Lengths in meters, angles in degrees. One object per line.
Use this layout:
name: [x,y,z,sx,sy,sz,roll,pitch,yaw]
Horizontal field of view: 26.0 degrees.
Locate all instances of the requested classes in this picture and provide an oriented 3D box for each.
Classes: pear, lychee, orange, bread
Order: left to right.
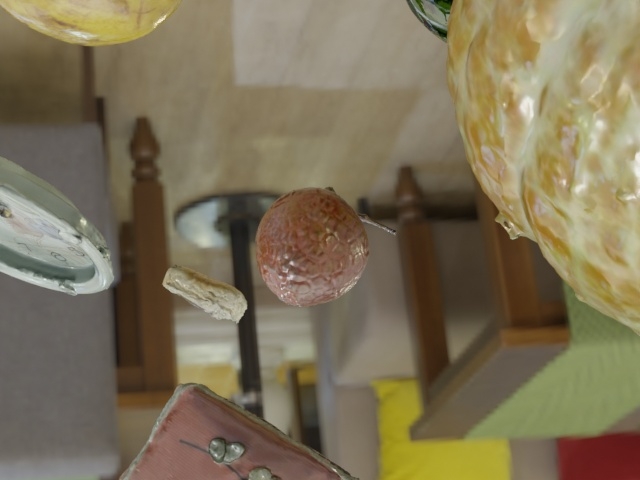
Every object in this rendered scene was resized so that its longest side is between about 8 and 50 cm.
pear: [-0.284,-0.370,1.693,0.281,0.280,0.281,-5,158,-2]
bread: [-0.114,0.052,1.369,0.083,0.035,0.070,25,172,3]
lychee: [-0.004,0.004,1.232,0.101,0.140,0.114,-28,112,17]
orange: [0.220,-0.096,0.604,0.329,0.329,0.249,-5,148,-1]

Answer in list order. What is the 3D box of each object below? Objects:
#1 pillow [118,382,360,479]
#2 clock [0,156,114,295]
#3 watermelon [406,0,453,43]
pillow: [-0.012,0.187,0.804,0.232,0.126,0.043,32,-169,8]
clock: [-0.294,-0.027,1.299,0.236,0.053,0.236,21,157,10]
watermelon: [0.108,-0.193,0.925,0.187,0.140,0.141,21,172,29]
